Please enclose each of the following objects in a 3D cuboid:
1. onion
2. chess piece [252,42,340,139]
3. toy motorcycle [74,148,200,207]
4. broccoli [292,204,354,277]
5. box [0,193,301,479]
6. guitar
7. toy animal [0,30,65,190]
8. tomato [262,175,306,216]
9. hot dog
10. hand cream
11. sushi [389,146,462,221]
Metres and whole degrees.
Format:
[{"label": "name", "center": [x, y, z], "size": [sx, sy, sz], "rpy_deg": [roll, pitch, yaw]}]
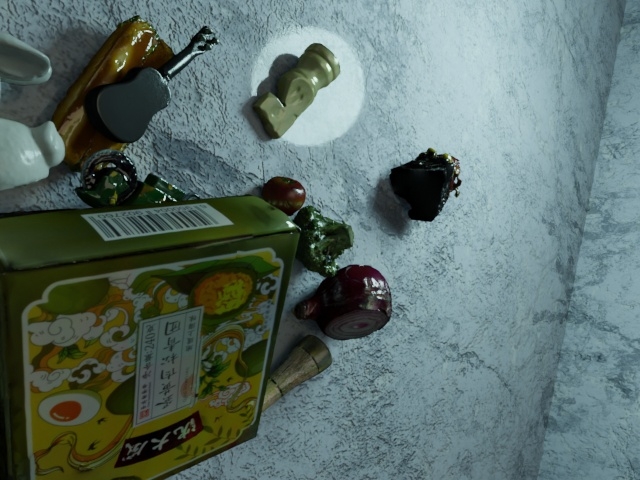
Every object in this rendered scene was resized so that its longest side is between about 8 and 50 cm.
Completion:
[{"label": "onion", "center": [0.040, 0.133, 1.029], "size": [0.218, 0.195, 0.139], "rpy_deg": [1, 66, -18]}, {"label": "chess piece", "center": [-0.050, -0.301, 0.960], "size": [0.200, 0.090, 0.090], "rpy_deg": [-52, 127, -15]}, {"label": "toy motorcycle", "center": [-0.264, -0.005, 0.732], "size": [0.275, 0.125, 0.186], "rpy_deg": [33, 82, -46]}, {"label": "broccoli", "center": [0.000, 0.000, 0.992], "size": [0.162, 0.138, 0.145], "rpy_deg": [55, 31, -59]}, {"label": "box", "center": [-0.241, 0.154, 0.663], "size": [0.373, 0.138, 0.419], "rpy_deg": [-9, 121, -43]}, {"label": "guitar", "center": [-0.233, -0.250, 0.713], "size": [0.271, 0.038, 0.083], "rpy_deg": [-56, 136, -31]}, {"label": "toy animal", "center": [-0.404, -0.148, 0.563], "size": [0.179, 0.127, 0.192], "rpy_deg": [-8, 108, -18]}, {"label": "tomato", "center": [-0.074, -0.087, 0.945], "size": [0.087, 0.087, 0.075], "rpy_deg": [-5, 123, -44]}, {"label": "hot dog", "center": [-0.308, -0.215, 0.709], "size": [0.115, 0.072, 0.268], "rpy_deg": [42, 63, -38]}, {"label": "hand cream", "center": [-0.068, 0.286, 0.985], "size": [0.203, 0.084, 0.083], "rpy_deg": [-35, 117, -31]}, {"label": "sushi", "center": [0.297, -0.162, 1.259], "size": [0.150, 0.153, 0.172], "rpy_deg": [-53, 136, -32]}]
